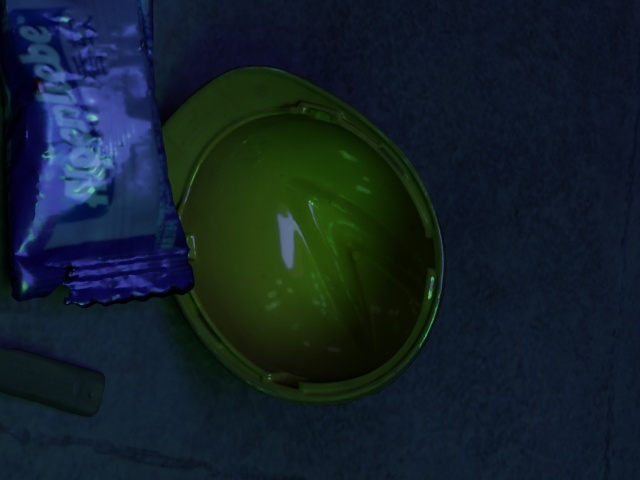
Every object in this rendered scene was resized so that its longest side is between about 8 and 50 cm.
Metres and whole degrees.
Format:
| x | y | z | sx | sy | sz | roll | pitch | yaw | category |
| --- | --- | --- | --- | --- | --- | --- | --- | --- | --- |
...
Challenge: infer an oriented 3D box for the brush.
| x | y | z | sx | sy | sz | roll | pitch | yaw | category |
| --- | --- | --- | --- | --- | --- | --- | --- | --- | --- |
| -0.225 | 0.085 | 1.088 | 0.190 | 0.027 | 0.034 | 22 | 75 | -44 | brush |

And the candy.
| x | y | z | sx | sy | sz | roll | pitch | yaw | category |
| --- | --- | --- | --- | --- | --- | --- | --- | --- | --- |
| -0.162 | -0.091 | 1.131 | 0.145 | 0.070 | 0.275 | -4 | 87 | -33 | candy |

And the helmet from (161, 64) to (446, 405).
| x | y | z | sx | sy | sz | roll | pitch | yaw | category |
| --- | --- | --- | --- | --- | --- | --- | --- | --- | --- |
| 0.000 | 0.000 | 1.203 | 0.257 | 0.205 | 0.140 | 52 | 15 | 16 | helmet |
